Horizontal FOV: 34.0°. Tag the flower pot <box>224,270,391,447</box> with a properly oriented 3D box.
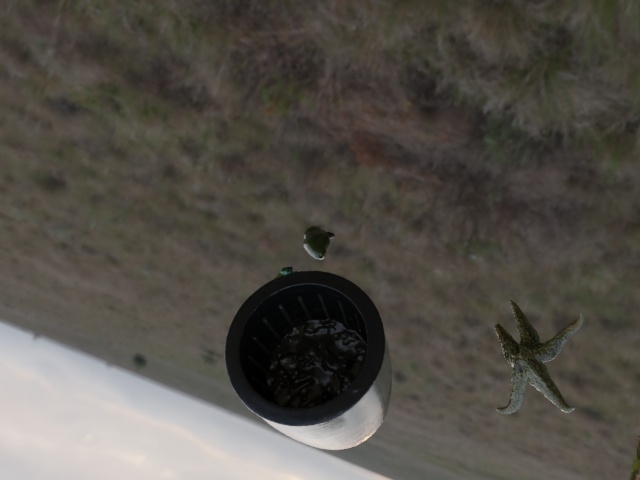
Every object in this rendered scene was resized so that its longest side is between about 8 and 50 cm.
[{"bbox_3d":[-0.002,0.252,2.000,0.293,0.294,0.330,18,160,19],"label":"flower pot"}]

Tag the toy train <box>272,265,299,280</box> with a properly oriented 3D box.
[{"bbox_3d":[-0.064,0.116,2.490,0.122,0.081,0.050,46,176,-34],"label":"toy train"}]

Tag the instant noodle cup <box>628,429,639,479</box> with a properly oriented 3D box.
[{"bbox_3d":[0.450,0.271,1.237,0.193,0.212,0.193,21,177,1],"label":"instant noodle cup"}]

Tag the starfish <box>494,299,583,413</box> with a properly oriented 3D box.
[{"bbox_3d":[0.342,0.187,1.676,0.050,0.217,0.223,24,-155,-44],"label":"starfish"}]

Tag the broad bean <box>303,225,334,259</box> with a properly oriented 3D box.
[{"bbox_3d":[-0.007,-0.002,2.151,0.061,0.046,0.195,12,-168,4],"label":"broad bean"}]
